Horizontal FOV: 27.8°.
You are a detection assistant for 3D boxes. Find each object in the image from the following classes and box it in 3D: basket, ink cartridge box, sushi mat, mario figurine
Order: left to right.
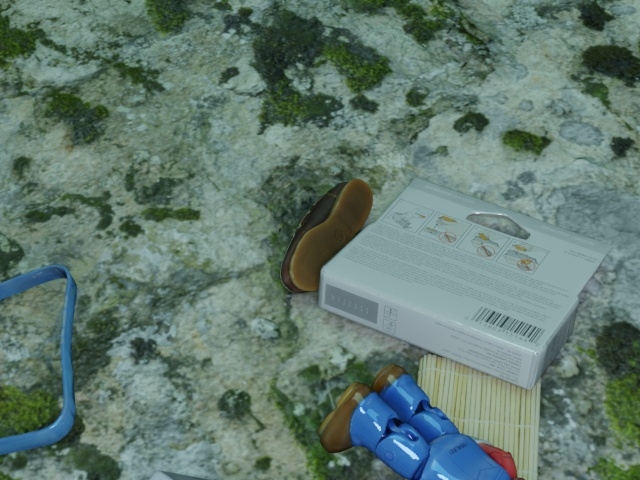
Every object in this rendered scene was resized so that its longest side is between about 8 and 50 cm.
[{"bbox_3d":[-0.417,0.159,1.482,0.289,0.201,0.254,-15,42,3],"label":"basket"},{"bbox_3d":[0.140,0.285,1.342,0.198,0.170,0.320,-41,64,-18],"label":"mario figurine"},{"bbox_3d":[0.188,0.046,1.652,0.296,0.066,0.261,21,39,23],"label":"ink cartridge box"},{"bbox_3d":[0.171,0.259,1.469,0.151,0.019,0.316,5,45,7],"label":"sushi mat"}]

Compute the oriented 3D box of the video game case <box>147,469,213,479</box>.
[{"bbox_3d":[0.024,0.330,1.231,0.329,0.300,0.036,30,89,29],"label":"video game case"}]

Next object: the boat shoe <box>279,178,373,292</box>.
[{"bbox_3d":[0.000,0.000,1.719,0.073,0.073,0.207,-18,25,44],"label":"boat shoe"}]
